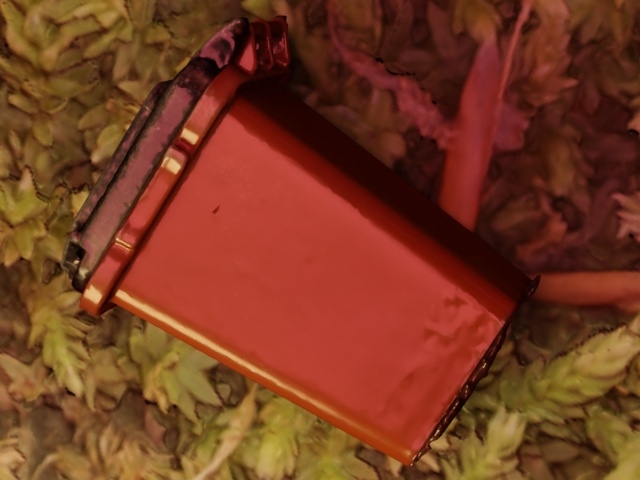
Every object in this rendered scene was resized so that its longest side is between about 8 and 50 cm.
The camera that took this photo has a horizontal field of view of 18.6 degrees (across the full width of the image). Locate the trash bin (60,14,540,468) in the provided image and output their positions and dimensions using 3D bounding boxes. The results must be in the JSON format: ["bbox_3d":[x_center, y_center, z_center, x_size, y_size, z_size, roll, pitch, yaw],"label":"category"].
[{"bbox_3d":[0.000,0.000,1.104,0.239,0.161,0.184,32,102,6],"label":"trash bin"}]
